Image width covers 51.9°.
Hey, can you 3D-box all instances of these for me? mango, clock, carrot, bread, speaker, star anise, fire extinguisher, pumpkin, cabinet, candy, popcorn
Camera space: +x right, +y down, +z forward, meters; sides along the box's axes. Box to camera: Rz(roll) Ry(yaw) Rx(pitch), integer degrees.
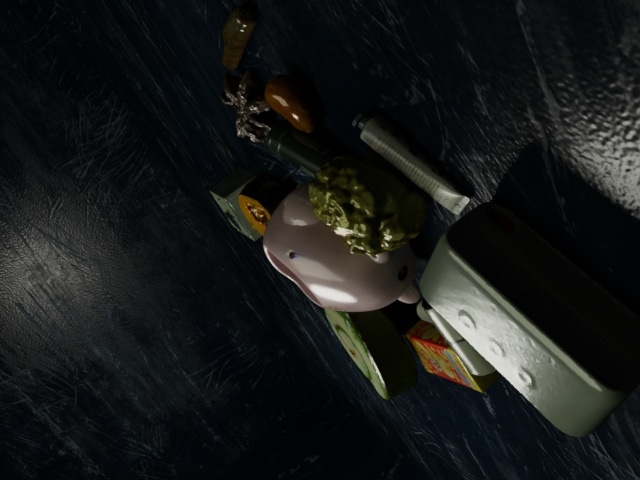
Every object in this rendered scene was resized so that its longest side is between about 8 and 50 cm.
[{"bbox_3d":[-0.056,-0.315,1.507,0.159,0.084,0.105,36,176,-36],"label":"mango"},{"bbox_3d":[0.047,0.035,1.633,0.377,0.250,0.368,25,160,40],"label":"clock"},{"bbox_3d":[-0.208,-0.479,1.589,0.070,0.070,0.342,52,165,-5],"label":"carrot"},{"bbox_3d":[0.152,0.298,1.981,0.381,0.129,0.366,60,169,-3],"label":"bread"},{"bbox_3d":[0.370,0.125,1.141,0.406,0.183,0.184,45,158,23],"label":"speaker"},{"bbox_3d":[-0.186,-0.355,1.750,0.197,0.073,0.212,-1,122,45],"label":"star anise"},{"bbox_3d":[0.004,-0.192,1.569,0.294,0.093,0.118,33,-158,27],"label":"fire extinguisher"},{"bbox_3d":[-0.141,-0.088,2.146,0.317,0.139,0.221,20,142,56],"label":"pumpkin"},{"bbox_3d":[-0.271,-0.129,2.373,0.145,0.150,0.206,28,152,54],"label":"cabinet"},{"bbox_3d":[0.347,0.298,1.743,0.146,0.088,0.276,57,163,-14],"label":"candy"},{"bbox_3d":[0.101,-0.077,1.349,0.255,0.256,0.194,-108,36,-53],"label":"popcorn"}]

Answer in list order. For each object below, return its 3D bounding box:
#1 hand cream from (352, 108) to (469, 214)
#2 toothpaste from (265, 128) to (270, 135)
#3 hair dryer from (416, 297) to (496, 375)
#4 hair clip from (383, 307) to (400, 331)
[{"bbox_3d":[0.176,-0.154,1.285,0.276,0.059,0.095,43,166,9],"label":"hand cream"},{"bbox_3d":[-0.122,-0.289,1.819,0.233,0.038,0.060,46,158,11],"label":"toothpaste"},{"bbox_3d":[0.308,0.185,1.580,0.203,0.128,0.362,52,172,-8],"label":"hair dryer"},{"bbox_3d":[0.177,0.292,2.222,0.173,0.069,0.300,53,164,2],"label":"hair clip"}]
